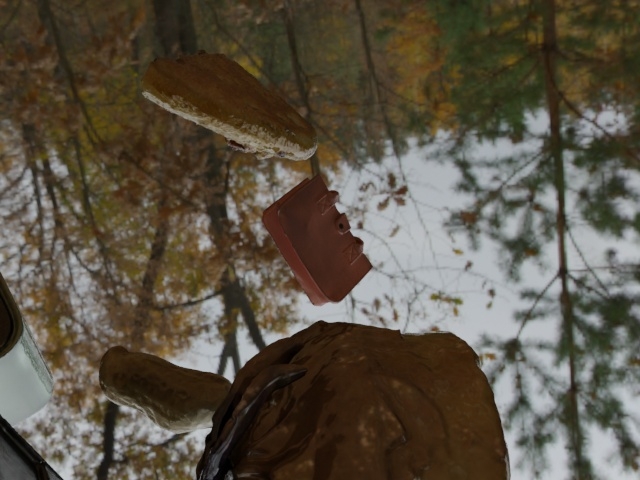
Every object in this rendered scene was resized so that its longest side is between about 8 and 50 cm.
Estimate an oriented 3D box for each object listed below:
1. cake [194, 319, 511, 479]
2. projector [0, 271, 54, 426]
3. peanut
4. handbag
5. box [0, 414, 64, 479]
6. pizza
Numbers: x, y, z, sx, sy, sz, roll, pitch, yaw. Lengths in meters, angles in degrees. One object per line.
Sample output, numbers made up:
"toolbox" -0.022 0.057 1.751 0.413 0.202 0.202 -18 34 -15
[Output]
"cake" 0.013 0.258 0.830 0.321 0.332 0.332 1 -165 -11
"projector" -0.606 0.177 1.207 0.248 0.249 0.248 -27 -116 -23
"peanut" -0.218 0.211 1.041 0.214 0.099 0.099 21 -157 9
"handbag" 0.000 0.000 1.365 0.059 0.212 0.157 -16 -161 48
"box" -0.429 0.393 0.796 0.345 0.251 0.204 -36 -149 -14
"pizza" -0.161 -0.244 1.349 0.409 0.114 0.278 15 -154 -53
